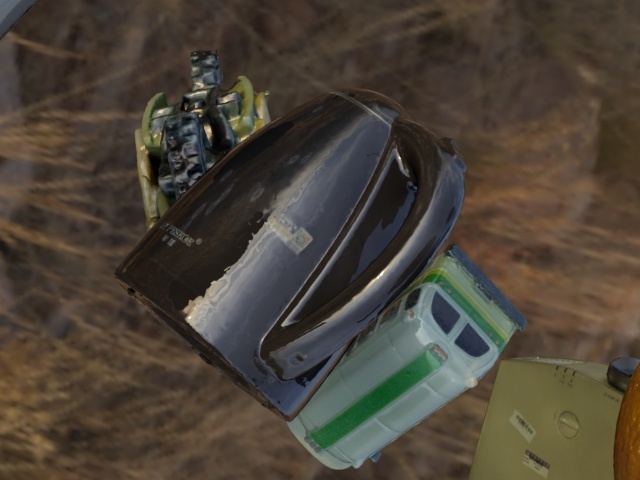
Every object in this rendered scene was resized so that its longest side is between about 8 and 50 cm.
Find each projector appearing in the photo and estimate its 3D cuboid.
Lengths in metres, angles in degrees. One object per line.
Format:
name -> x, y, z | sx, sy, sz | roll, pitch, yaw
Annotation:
projector -> 0.266, 0.203, 1.424 | 0.088, 0.269, 0.193 | -5, 115, -43

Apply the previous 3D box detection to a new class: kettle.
kettle -> 0.000, 0.000, 1.400 | 0.290, 0.268, 0.207 | -49, 125, -9

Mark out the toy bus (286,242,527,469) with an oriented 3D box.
toy bus -> 0.081, 0.145, 1.792 | 0.276, 0.133, 0.165 | -41, -176, 36

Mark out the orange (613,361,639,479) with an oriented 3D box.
orange -> 0.345, 0.152, 1.136 | 0.274, 0.274, 0.274 | -36, 134, -48

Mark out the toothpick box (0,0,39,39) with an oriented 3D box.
toothpick box -> -0.237, -0.251, 1.022 | 0.316, 0.229, 0.229 | -39, 159, 21

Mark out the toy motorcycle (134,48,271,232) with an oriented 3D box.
toy motorcycle -> -0.117, -0.063, 1.730 | 0.410, 0.169, 0.237 | -90, 166, -72
